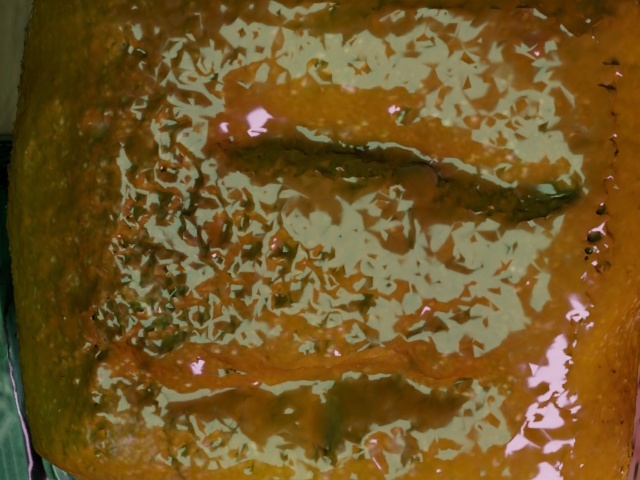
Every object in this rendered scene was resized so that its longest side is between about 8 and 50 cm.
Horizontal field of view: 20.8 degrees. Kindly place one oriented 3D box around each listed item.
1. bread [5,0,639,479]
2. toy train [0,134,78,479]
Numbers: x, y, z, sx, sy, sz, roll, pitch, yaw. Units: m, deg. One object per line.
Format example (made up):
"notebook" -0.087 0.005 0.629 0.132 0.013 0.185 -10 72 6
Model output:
"bread" -0.001 0.002 0.852 0.328 0.148 0.337 7 101 7
"toy train" -0.160 0.057 1.023 0.154 0.115 0.269 1 108 20
